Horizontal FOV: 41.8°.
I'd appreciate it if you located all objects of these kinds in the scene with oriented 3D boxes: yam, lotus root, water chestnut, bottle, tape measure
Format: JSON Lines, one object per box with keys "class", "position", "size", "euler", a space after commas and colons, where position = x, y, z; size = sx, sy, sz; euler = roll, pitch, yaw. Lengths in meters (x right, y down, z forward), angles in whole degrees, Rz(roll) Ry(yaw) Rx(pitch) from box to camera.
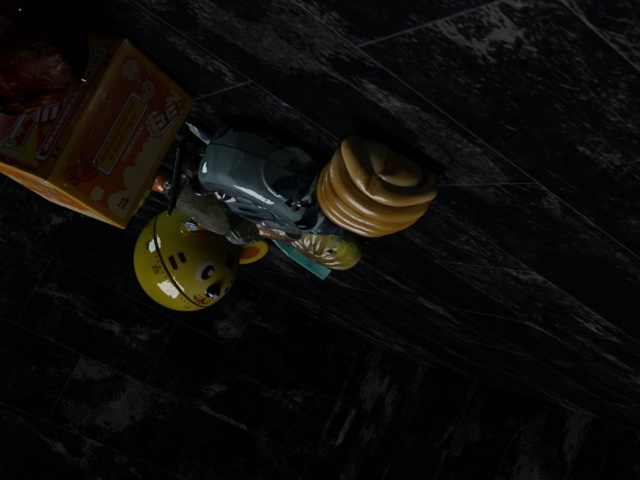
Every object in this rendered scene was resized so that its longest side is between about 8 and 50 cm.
{"class": "yam", "position": [-0.244, -0.091, 2.058], "size": [0.254, 0.154, 0.154], "euler": [24, 171, 38]}
{"class": "lotus root", "position": [-0.081, -0.055, 1.887], "size": [0.081, 0.122, 0.112], "euler": [16, 157, 37]}
{"class": "water chestnut", "position": [-0.524, -0.300, 1.251], "size": [0.351, 0.302, 0.350], "euler": [30, 170, 6]}
{"class": "bottle", "position": [-0.446, -0.168, 2.380], "size": [0.187, 0.069, 0.069], "euler": [15, 165, 39]}
{"class": "tape measure", "position": [-0.097, -0.109, 1.595], "size": [0.275, 0.147, 0.256], "euler": [20, 168, 24]}

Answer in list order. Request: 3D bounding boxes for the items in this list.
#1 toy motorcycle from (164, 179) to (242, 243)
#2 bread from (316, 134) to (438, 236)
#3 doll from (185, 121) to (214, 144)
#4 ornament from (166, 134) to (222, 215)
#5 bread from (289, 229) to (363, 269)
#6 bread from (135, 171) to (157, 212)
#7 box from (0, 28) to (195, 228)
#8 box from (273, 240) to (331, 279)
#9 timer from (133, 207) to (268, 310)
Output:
{"class": "toy motorcycle", "position": [-0.281, -0.081, 2.291], "size": [0.173, 0.108, 0.307], "euler": [-12, 141, 43]}
{"class": "bread", "position": [0.080, -0.076, 1.391], "size": [0.173, 0.121, 0.311], "euler": [26, 171, -4]}
{"class": "doll", "position": [-0.234, -0.212, 1.742], "size": [0.037, 0.027, 0.125], "euler": [26, 173, 45]}
{"class": "ornament", "position": [-0.226, -0.135, 1.854], "size": [0.196, 0.166, 0.153], "euler": [9, -166, -9]}
{"class": "bread", "position": [0.000, 0.000, 2.024], "size": [0.213, 0.104, 0.213], "euler": [27, 173, 4]}
{"class": "bread", "position": [-0.544, -0.190, 2.024], "size": [0.321, 0.237, 0.320], "euler": [25, 166, 7]}
{"class": "box", "position": [-0.432, -0.211, 1.516], "size": [0.260, 0.283, 0.214], "euler": [18, 168, 39]}
{"class": "box", "position": [-0.083, 0.002, 2.218], "size": [0.162, 0.041, 0.229], "euler": [36, -175, -44]}
{"class": "timer", "position": [-0.392, 0.044, 2.681], "size": [0.387, 0.376, 0.376], "euler": [-23, 150, 15]}
